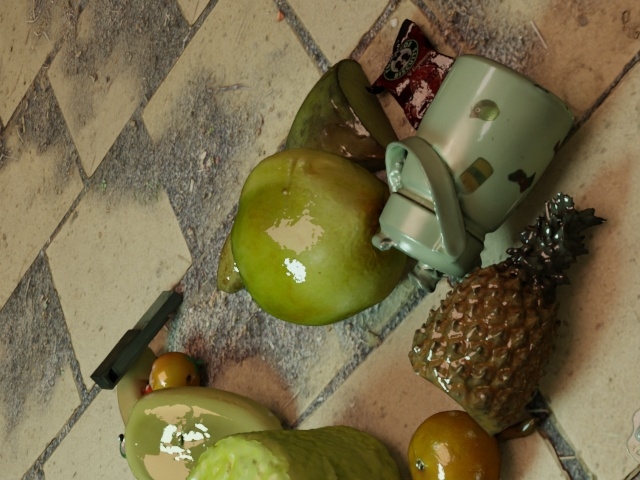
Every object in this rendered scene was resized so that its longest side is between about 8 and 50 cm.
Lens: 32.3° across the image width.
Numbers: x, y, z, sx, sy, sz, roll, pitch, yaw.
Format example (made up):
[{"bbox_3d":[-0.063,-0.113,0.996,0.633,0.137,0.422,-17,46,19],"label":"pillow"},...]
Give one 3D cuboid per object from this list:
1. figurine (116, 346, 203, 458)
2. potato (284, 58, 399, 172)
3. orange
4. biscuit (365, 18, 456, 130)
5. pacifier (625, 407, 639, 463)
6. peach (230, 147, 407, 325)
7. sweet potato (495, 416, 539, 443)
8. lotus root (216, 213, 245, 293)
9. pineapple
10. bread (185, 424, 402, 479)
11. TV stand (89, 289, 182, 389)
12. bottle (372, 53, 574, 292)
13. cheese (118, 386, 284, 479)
[{"bbox_3d":[-0.329,0.329,2.297,0.222,0.124,0.324,-53,42,23],"label":"figurine"},{"bbox_3d":[0.004,-0.177,2.091,0.255,0.112,0.269,-46,47,30],"label":"potato"},{"bbox_3d":[0.202,0.339,1.700,0.156,0.124,0.156,-17,70,60],"label":"orange"},{"bbox_3d":[0.172,-0.289,1.973,0.151,0.063,0.235,-51,41,9],"label":"biscuit"},{"bbox_3d":[0.450,0.266,1.505,0.068,0.064,0.083,14,89,31],"label":"pacifier"},{"bbox_3d":[-0.002,0.003,1.897,0.316,0.314,0.281,2,57,32],"label":"peach"},{"bbox_3d":[0.294,0.294,1.696,0.115,0.026,0.026,-33,56,44],"label":"sweet potato"},{"bbox_3d":[-0.139,-0.001,2.199,0.258,0.097,0.110,-59,13,18],"label":"lotus root"},{"bbox_3d":[0.293,0.095,1.648,0.362,0.202,0.202,-54,44,5],"label":"pineapple"},{"bbox_3d":[-0.048,0.463,1.807,0.348,0.308,0.348,-20,61,41],"label":"bread"},{"bbox_3d":[-0.389,0.207,2.352,0.049,0.040,0.256,-7,39,49],"label":"TV stand"},{"bbox_3d":[0.209,-0.097,1.712,0.229,0.229,0.351,34,92,47],"label":"bottle"},{"bbox_3d":[-0.236,0.394,2.092,0.316,0.128,0.259,21,85,20],"label":"cheese"}]
